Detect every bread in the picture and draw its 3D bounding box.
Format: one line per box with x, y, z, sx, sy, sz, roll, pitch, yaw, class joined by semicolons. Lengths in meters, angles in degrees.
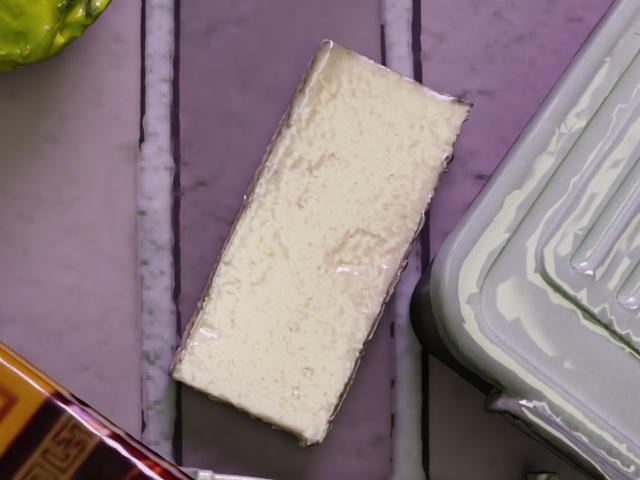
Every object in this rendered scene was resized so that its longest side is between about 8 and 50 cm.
0.000;0.000;0.658;0.068;0.028;0.154;25;82;-8;bread

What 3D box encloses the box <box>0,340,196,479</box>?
-0.203;0.112;0.499;0.415;0.116;0.264;34;78;13;box

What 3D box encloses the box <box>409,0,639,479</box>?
0.144;-0.014;0.635;0.163;0.135;0.243;36;80;-5;box

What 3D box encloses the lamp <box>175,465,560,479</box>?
0.001;0.109;0.638;0.198;0.050;0.056;6;86;-11;lamp

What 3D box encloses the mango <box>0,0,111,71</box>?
-0.121;-0.146;0.613;0.119;0.100;0.178;34;68;-43;mango
